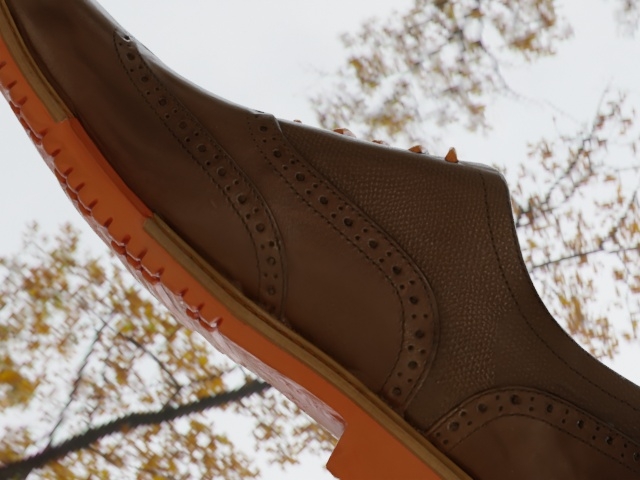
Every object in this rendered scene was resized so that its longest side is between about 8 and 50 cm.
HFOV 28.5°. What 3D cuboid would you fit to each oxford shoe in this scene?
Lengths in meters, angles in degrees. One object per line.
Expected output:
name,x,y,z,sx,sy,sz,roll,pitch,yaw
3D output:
oxford shoe,0.000,0.000,0.528,0.133,0.130,0.363,-45,-96,-6
